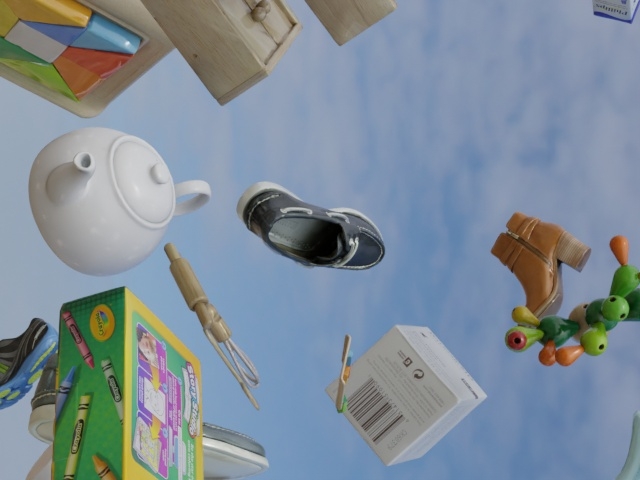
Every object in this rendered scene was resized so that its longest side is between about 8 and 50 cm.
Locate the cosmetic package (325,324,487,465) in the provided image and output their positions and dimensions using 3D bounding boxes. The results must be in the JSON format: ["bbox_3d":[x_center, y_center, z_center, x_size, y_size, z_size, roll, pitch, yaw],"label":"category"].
[{"bbox_3d":[0.132,0.231,2.019,0.151,0.151,0.183,50,12,16],"label":"cosmetic package"}]

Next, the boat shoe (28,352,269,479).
[{"bbox_3d":[-0.195,0.213,1.601,0.116,0.319,0.099,-35,-134,43],"label":"boat shoe"}]

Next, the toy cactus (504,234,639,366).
[{"bbox_3d":[0.299,0.080,1.489,0.112,0.219,0.180,61,-6,11],"label":"toy cactus"}]

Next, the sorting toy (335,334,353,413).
[{"bbox_3d":[0.026,0.146,1.412,0.083,0.012,0.062,96,2,-52],"label":"sorting toy"}]

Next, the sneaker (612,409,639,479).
[{"bbox_3d":[0.317,0.352,1.464,0.366,0.150,0.135,-56,150,-16],"label":"sneaker"}]

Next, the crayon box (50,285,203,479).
[{"bbox_3d":[-0.185,0.206,1.312,0.165,0.081,0.279,54,24,-50],"label":"crayon box"}]

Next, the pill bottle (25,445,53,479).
[{"bbox_3d":[-0.267,0.381,1.886,0.161,0.283,0.161,-45,-171,9],"label":"pill bottle"}]

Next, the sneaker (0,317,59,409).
[{"bbox_3d":[-0.470,0.192,2.037,0.078,0.188,0.067,51,11,29],"label":"sneaker"}]

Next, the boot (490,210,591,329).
[{"bbox_3d":[0.350,0.056,2.283,0.152,0.197,0.073,31,-10,27],"label":"boot"}]

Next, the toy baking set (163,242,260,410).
[{"bbox_3d":[-0.146,0.116,1.900,0.256,0.030,0.197,58,1,43],"label":"toy baking set"}]

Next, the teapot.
[{"bbox_3d":[-0.309,-0.073,2.075,0.253,0.187,0.256,56,29,-24],"label":"teapot"}]

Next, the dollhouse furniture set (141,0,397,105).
[{"bbox_3d":[-0.009,-0.225,0.852,0.161,0.242,0.212,52,27,-15],"label":"dollhouse furniture set"}]

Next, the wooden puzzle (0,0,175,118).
[{"bbox_3d":[-0.269,-0.205,1.287,0.238,0.221,0.044,-29,-141,55],"label":"wooden puzzle"}]

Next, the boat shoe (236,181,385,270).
[{"bbox_3d":[0.000,0.000,2.089,0.114,0.302,0.091,-59,-137,18],"label":"boat shoe"}]

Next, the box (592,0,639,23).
[{"bbox_3d":[0.509,-0.458,2.253,0.126,0.072,0.137,-65,158,-17],"label":"box"}]
